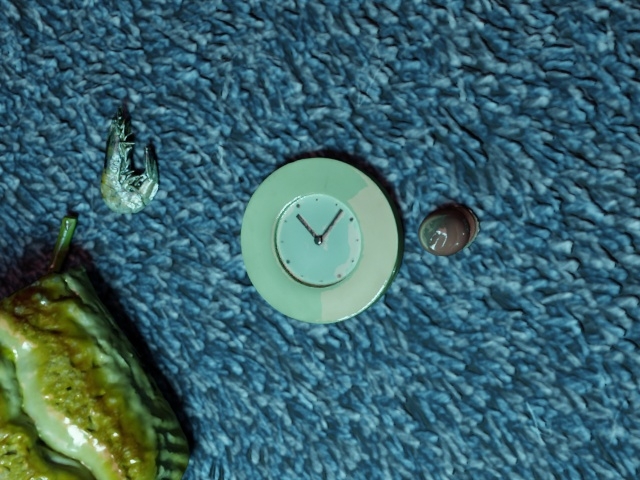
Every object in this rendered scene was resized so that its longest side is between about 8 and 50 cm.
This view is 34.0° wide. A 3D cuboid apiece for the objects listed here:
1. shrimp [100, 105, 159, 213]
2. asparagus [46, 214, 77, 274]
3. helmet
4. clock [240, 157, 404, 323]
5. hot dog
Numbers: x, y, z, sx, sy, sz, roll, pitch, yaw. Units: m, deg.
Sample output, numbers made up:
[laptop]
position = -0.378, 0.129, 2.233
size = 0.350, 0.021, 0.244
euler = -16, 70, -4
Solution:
[shrimp]
position = -0.281, -0.118, 1.550
size = 0.091, 0.034, 0.161
euler = 5, 102, 7
[asparagus]
position = -0.422, 0.074, 1.614
size = 0.025, 0.024, 0.248
euler = 28, 104, 22
[helmet]
position = 0.166, -0.012, 1.392
size = 0.084, 0.049, 0.065
euler = -26, 85, 19
[clock]
position = 0.000, 0.000, 1.464
size = 0.235, 0.029, 0.234
euler = 1, 94, 21
[hot dog]
position = -0.382, 0.274, 1.474
size = 0.367, 0.196, 0.365
euler = -34, 76, -27
